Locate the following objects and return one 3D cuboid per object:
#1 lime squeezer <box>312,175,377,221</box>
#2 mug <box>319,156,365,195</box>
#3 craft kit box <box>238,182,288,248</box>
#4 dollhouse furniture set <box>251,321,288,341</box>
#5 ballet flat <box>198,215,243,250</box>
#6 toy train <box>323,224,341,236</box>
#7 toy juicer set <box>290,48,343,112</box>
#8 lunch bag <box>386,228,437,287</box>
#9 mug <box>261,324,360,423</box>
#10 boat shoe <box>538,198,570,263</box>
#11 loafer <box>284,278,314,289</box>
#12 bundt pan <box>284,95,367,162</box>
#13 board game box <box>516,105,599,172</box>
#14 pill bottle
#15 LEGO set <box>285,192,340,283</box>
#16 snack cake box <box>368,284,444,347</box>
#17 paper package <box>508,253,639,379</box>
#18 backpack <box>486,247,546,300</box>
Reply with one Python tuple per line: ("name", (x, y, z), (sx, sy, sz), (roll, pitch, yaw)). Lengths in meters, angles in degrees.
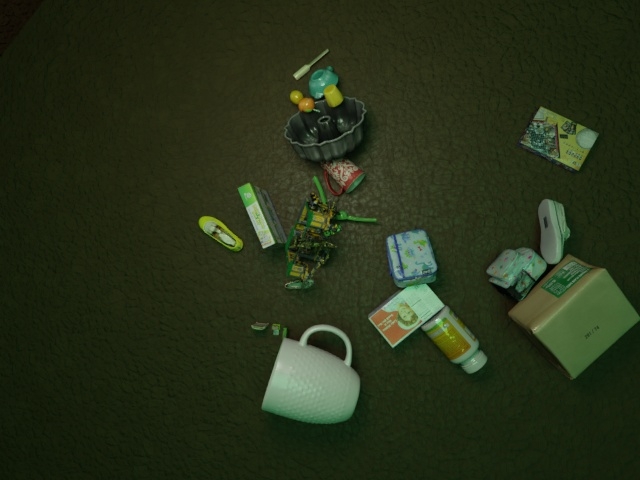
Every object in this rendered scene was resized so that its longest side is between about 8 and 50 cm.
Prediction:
("lime squeezer", (0.078, -0.134, 1.665), (0.310, 0.059, 0.110), (35, 100, 6))
("mug", (0.072, -0.277, 1.649), (0.169, 0.113, 0.150), (45, 92, 9))
("craft kit box", (-0.218, -0.090, 1.609), (0.061, 0.246, 0.249), (-24, 85, 5))
("dollhouse furniture set", (-0.211, 0.380, 1.682), (0.152, 0.076, 0.058), (5, 91, 6))
("ballet flat", (-0.429, -0.033, 1.717), (0.231, 0.077, 0.077), (35, 93, 7))
("toy train", (0.052, -0.038, 1.690), (0.083, 0.017, 0.023), (-25, 95, 6))
("toy juicer set", (-0.024, -0.632, 1.668), (0.209, 0.089, 0.328), (-22, 52, 18))
("lunch bag", (0.348, 0.069, 1.570), (0.176, 0.090, 0.218), (-10, 54, 9))
("mug", (-0.013, 0.509, 1.559), (0.328, 0.276, 0.373), (18, 86, -2))
("boat shoe", (0.888, -0.032, 1.526), (0.088, 0.096, 0.267), (10, 60, -3))
("loafer", (-0.088, 0.184, 1.689), (0.125, 0.039, 0.045), (-10, 87, 7))
("bundt pan", (0.031, -0.423, 1.588), (0.331, 0.124, 0.330), (-12, 44, 12))
("board game box", (0.923, -0.394, 1.580), (0.243, 0.042, 0.165), (29, 92, 7))
("pill bottle", (0.518, 0.384, 1.562), (0.136, 0.136, 0.245), (-41, 84, 4))
("LEGO set", (0.000, 0.000, 1.549), (0.192, 0.255, 0.331), (15, 109, -18))
("snack cake box", (0.338, 0.280, 1.611), (0.264, 0.089, 0.152), (-40, 86, 4))
("paper package", (0.900, 0.271, 1.452), (0.325, 0.168, 0.309), (-45, 111, 4))
("backpack", (0.740, 0.110, 1.528), (0.188, 0.166, 0.144), (-43, 94, 2))
